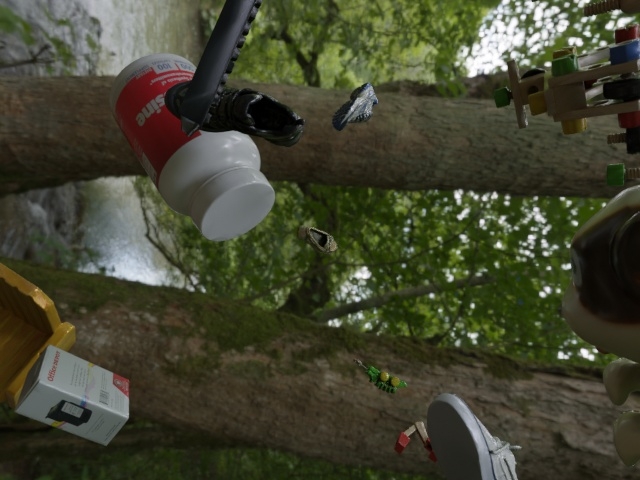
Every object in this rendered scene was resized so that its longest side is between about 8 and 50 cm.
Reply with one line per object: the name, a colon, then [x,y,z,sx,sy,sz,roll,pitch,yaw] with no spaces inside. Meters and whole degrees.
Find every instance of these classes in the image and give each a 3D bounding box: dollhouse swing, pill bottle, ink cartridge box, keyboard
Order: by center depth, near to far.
keyboard: [-0.053,-0.248,0.420,0.317,0.033,0.201,-68,-164,-2]
ink cartridge box: [-0.457,0.288,0.877,0.072,0.175,0.127,-51,-152,2]
pill bottle: [-0.279,-0.203,1.030,0.407,0.229,0.229,52,-23,23]
dollhouse swing: [-0.847,0.213,1.151,0.315,0.347,0.305,-56,-179,-21]

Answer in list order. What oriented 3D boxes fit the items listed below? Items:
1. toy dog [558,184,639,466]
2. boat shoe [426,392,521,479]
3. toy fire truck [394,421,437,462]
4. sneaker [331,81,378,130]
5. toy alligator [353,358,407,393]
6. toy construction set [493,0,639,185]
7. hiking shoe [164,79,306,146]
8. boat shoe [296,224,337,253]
toy dog: [0.455,0.104,0.478,0.285,0.408,0.395,-35,154,-47]
boat shoe: [0.361,0.475,0.996,0.136,0.157,0.367,-29,-94,53]
toy fire truck: [0.333,0.620,1.476,0.192,0.135,0.047,-35,148,-45]
sneaker: [0.075,-0.253,0.916,0.052,0.058,0.135,-7,-140,53]
toy alligator: [0.175,0.422,1.423,0.051,0.190,0.056,-66,-172,-21]
toy construction set: [0.381,-0.274,0.743,0.309,0.237,0.257,53,48,-41]
hiking shoe: [-0.133,-0.213,0.736,0.114,0.227,0.086,173,-73,-81]
boat shoe: [0.000,-0.002,1.317,0.048,0.153,0.056,-1,-115,44]
